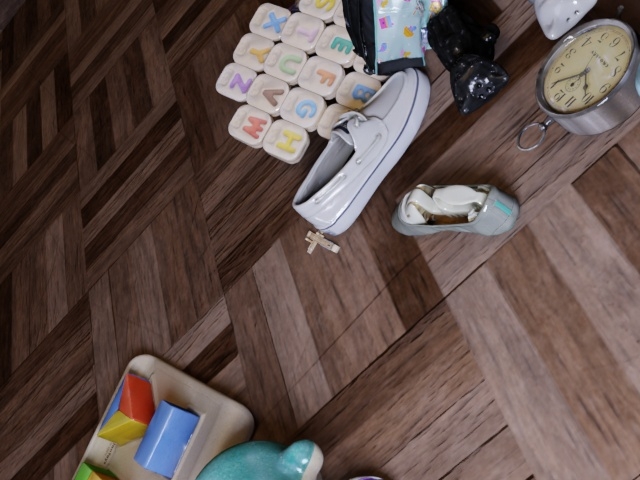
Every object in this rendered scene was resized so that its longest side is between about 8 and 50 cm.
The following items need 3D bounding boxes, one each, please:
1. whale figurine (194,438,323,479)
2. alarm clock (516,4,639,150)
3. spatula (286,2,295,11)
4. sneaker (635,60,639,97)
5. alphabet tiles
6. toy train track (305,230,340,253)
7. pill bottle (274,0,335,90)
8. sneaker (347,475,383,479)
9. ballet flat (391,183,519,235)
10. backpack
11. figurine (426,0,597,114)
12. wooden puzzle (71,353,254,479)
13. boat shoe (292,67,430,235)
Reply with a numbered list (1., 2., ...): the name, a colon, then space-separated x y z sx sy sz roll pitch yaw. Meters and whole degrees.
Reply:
1. whale figurine: -0.073 0.314 1.070 0.216 0.141 0.272 -64 12 -6
2. alarm clock: 0.298 -0.169 1.094 0.192 0.064 0.129 -42 38 18
3. spatula: -0.011 -0.444 1.675 0.296 0.030 0.084 -46 33 50
4. sneaker: 0.407 -0.267 0.956 0.135 0.150 0.365 -2 63 49
5. alphabet tiles: -0.026 -0.264 1.496 0.278 0.021 0.284 27 86 28
6. toy train track: 0.000 0.000 1.381 0.083 0.014 0.048 29 88 55
7. pill bottle: -0.032 -0.308 1.578 0.094 0.094 0.169 17 79 55
8. sneaker: 0.046 0.335 1.033 0.071 0.068 0.169 -11 57 36
9. ballet flat: 0.148 -0.046 1.184 0.213 0.068 0.072 3 67 52
10. backpack: 0.101 -0.346 1.338 0.145 0.188 0.165 -16 35 0
11. figurine: 0.235 -0.263 1.179 0.215 0.092 0.209 -41 24 23
12. wooden puzzle: -0.271 0.340 1.405 0.348 0.081 0.322 13 75 54
13. boat shoe: 0.053 -0.139 1.351 0.267 0.088 0.096 -55 34 3
